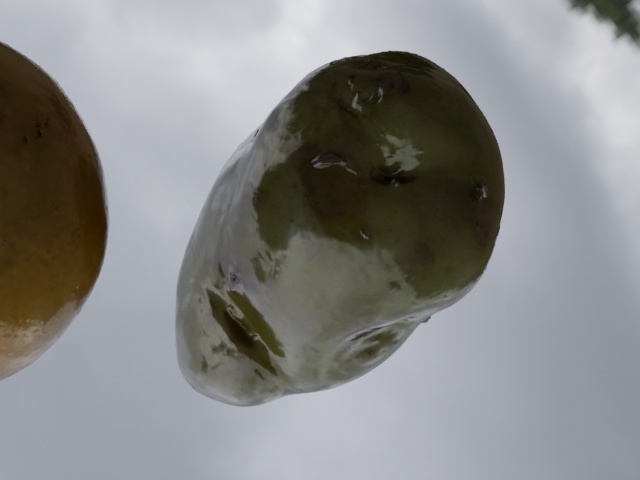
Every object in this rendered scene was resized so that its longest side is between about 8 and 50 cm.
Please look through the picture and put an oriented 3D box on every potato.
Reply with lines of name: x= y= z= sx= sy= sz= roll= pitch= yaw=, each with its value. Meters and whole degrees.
potato: x=-0.001 y=0.002 z=1.440 sx=0.202 sy=0.351 sz=0.218 roll=0 pitch=-125 yaw=-47

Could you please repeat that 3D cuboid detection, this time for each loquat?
loquat: x=-0.276 y=-0.022 z=1.275 sx=0.263 sy=0.263 sz=0.263 roll=45 pitch=-159 yaw=-23
